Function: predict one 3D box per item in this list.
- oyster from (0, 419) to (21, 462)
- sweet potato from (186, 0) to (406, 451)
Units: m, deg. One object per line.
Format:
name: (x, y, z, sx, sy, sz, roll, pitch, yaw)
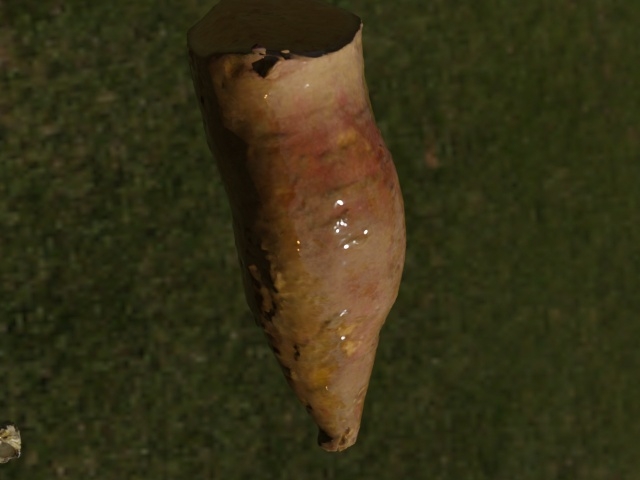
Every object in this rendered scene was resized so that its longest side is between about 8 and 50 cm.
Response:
oyster: (-0.378, 0.227, 1.905, 0.081, 0.083, 0.038, 36, 51, -52)
sweet potato: (0.001, -0.001, 1.141, 0.131, 0.131, 0.336, -48, 129, -54)
